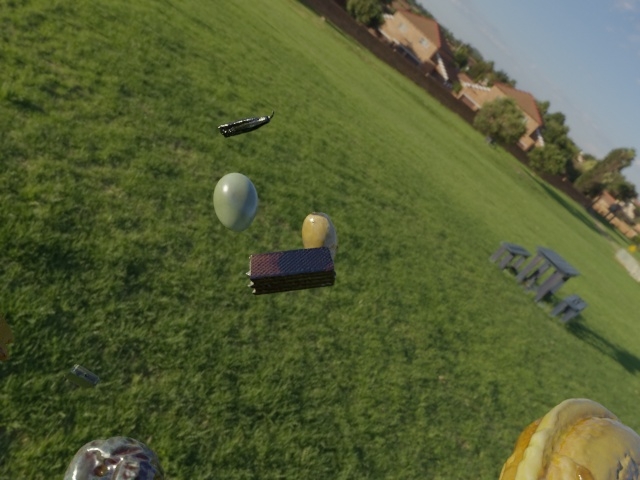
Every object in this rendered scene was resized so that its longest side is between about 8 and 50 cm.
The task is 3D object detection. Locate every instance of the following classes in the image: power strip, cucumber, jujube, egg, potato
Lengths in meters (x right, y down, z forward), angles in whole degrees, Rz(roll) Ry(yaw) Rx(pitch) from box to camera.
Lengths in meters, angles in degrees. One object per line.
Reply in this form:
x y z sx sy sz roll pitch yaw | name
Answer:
-0.630 0.360 1.418 0.076 0.169 0.028 39 57 -16 | power strip
-0.189 -0.306 1.413 0.039 0.163 0.043 -77 152 -48 | cucumber
-0.497 0.602 1.317 0.226 0.317 0.226 3 53 -4 | jujube
-0.216 -0.097 1.375 0.114 0.114 0.152 -5 92 -59 | egg
0.000 0.000 1.640 0.109 0.178 0.118 -9 16 -8 | potato

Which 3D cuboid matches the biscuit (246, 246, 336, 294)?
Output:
-0.086 0.085 1.512 0.252 0.070 0.106 -6 39 -4 | biscuit

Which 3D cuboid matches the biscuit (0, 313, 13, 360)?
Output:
-0.799 0.214 1.294 0.250 0.036 0.165 20 -49 64 | biscuit

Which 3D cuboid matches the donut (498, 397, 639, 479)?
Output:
0.477 0.503 0.934 0.449 0.198 0.449 9 73 -33 | donut
